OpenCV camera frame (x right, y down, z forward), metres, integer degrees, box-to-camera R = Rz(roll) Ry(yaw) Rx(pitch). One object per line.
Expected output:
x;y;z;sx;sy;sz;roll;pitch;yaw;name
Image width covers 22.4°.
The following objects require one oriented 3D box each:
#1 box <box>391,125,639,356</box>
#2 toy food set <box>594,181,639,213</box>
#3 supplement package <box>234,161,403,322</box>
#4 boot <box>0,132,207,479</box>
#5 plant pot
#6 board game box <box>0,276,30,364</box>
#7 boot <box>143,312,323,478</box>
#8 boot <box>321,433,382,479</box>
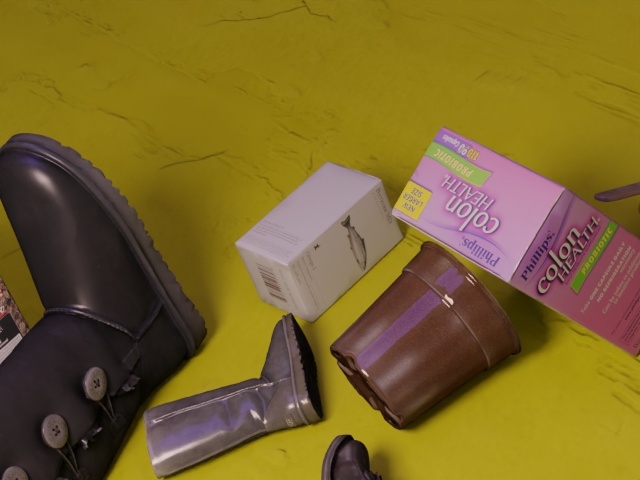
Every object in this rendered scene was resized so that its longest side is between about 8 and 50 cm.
0.243;0.001;1.800;0.213;0.243;0.117;34;95;50;box
0.437;-0.005;1.882;0.128;0.071;0.218;-19;29;-38;toy food set
0.000;0.000;2.072;0.179;0.105;0.105;-43;39;-24;supplement package
-0.355;0.143;1.876;0.146;0.367;0.445;-14;32;47;boot
0.111;0.116;1.825;0.165;0.167;0.167;-40;38;-11;plant pot
-0.505;0.105;1.962;0.141;0.291;0.232;18;51;42;board game box
-0.108;0.185;1.933;0.208;0.076;0.190;-23;33;11;boot
0.122;0.291;1.660;0.229;0.091;0.263;-12;41;7;boot
